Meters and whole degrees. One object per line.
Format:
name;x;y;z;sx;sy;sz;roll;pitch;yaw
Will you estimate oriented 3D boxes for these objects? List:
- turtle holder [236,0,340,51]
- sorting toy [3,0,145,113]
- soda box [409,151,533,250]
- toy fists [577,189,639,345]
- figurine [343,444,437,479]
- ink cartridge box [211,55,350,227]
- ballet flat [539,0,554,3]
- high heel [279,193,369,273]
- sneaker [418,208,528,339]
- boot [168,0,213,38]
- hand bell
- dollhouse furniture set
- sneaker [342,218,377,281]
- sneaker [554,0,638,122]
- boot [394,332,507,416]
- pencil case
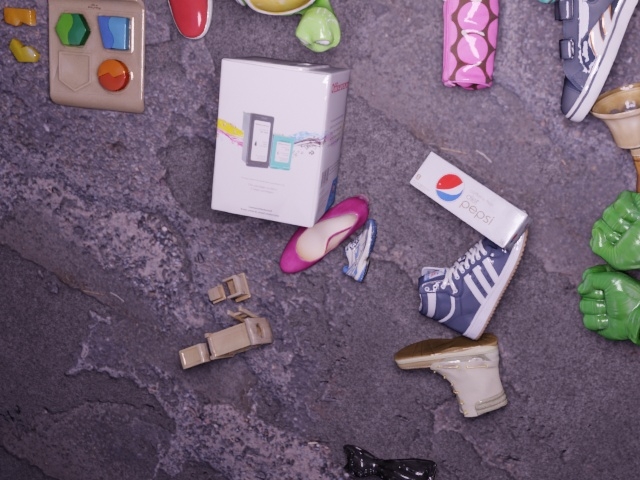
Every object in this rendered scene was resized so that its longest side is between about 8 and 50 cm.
turtle holder;-0.085;-0.483;1.121;0.243;0.227;0.320;1;107;12
sorting toy;-0.504;-0.385;1.346;0.307;0.041;0.229;8;109;10
soda box;0.274;-0.072;1.208;0.216;0.069;0.074;39;101;24
toy fists;0.545;0.051;1.193;0.142;0.096;0.279;31;123;50
figurine;0.142;0.572;1.490;0.209;0.092;0.215;11;110;17
ink cartridge box;-0.069;-0.193;1.226;0.197;0.198;0.270;11;108;10
ballet flat;0.362;-0.505;1.060;0.087;0.083;0.247;15;89;-13
high heel;0.000;0.000;1.314;0.244;0.117;0.082;-34;98;20
sneaker;0.284;0.051;1.276;0.153;0.099;0.282;21;113;4
boot;-0.268;-0.487;1.189;0.088;0.176;0.244;-3;108;12
hand bell;0.564;-0.142;1.165;0.126;0.126;0.242;-17;116;17
dollhouse furniture set;-0.219;0.176;1.454;0.182;0.101;0.161;-21;77;19
sneaker;0.075;0.018;1.339;0.058;0.052;0.135;18;110;11
sneaker;0.443;-0.365;1.095;0.127;0.126;0.321;20;108;9
boot;0.270;0.285;1.367;0.213;0.077;0.165;-11;107;13
pencil case;0.256;-0.369;1.154;0.098;0.095;0.209;-9;106;-21
